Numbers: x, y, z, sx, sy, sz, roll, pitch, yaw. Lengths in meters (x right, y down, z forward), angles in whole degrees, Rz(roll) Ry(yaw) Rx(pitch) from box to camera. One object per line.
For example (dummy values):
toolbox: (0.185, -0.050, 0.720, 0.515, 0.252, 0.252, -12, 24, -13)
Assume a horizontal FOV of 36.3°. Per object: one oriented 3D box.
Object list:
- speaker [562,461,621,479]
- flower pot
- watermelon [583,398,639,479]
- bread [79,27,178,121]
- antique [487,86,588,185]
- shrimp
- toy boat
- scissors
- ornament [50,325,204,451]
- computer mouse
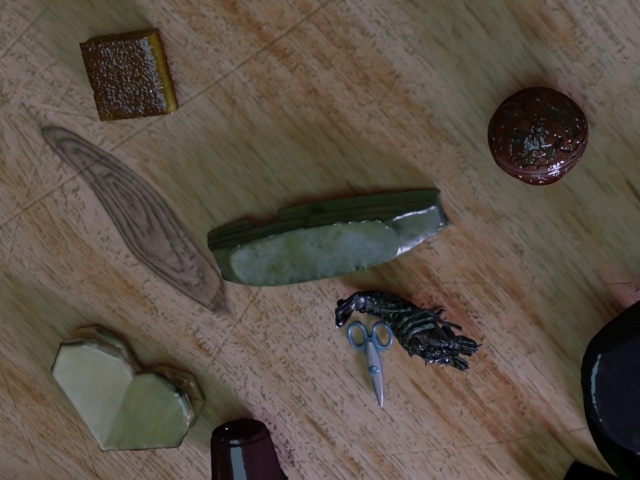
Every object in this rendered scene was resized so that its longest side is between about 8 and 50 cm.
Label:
speaker: (0.397, 0.350, 1.201, 0.218, 0.044, 0.082, 20, 120, 4)
flower pot: (-0.099, 0.284, 1.274, 0.111, 0.111, 0.089, -4, 100, 17)
watermelon: (0.396, 0.233, 1.130, 0.129, 0.123, 0.301, -38, 104, -5)
bread: (-0.212, -0.183, 1.090, 0.090, 0.035, 0.095, -4, 115, 16)
antique: (0.218, -0.106, 0.980, 0.104, 0.104, 0.104, 6, 118, 12)
shrimp: (0.104, 0.092, 1.129, 0.174, 0.076, 0.082, 22, 145, 12)
toy boat: (0.000, 0.000, 1.118, 0.292, 0.055, 0.093, -11, 116, 20)
scissors: (0.067, 0.153, 1.203, 0.058, 0.014, 0.119, -4, 112, 18)
ornament: (-0.268, 0.219, 1.305, 0.201, 0.059, 0.180, 29, 121, 2)
computer mouse: (0.393, 0.112, 1.034, 0.269, 0.086, 0.138, -29, 101, 1)
